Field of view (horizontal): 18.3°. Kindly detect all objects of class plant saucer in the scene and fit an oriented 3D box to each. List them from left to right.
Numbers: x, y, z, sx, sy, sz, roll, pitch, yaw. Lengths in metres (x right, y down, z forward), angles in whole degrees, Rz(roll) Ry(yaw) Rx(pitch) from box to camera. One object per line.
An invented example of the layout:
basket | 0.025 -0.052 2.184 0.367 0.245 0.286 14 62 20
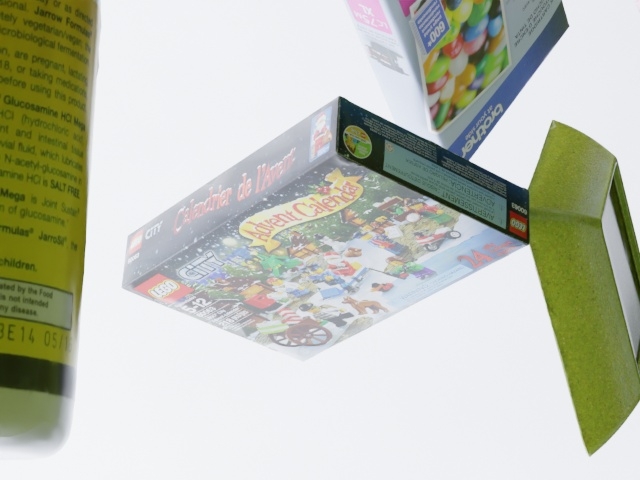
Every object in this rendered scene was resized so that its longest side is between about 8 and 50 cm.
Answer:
plant saucer | 0.195 0.026 1.387 0.188 0.045 0.188 -60 -44 -64

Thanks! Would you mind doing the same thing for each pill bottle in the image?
pill bottle | -0.209 -0.060 1.010 0.188 0.188 0.334 12 -102 -46

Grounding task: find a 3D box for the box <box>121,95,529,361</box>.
box | 0.000 0.000 1.300 0.159 0.233 0.044 23 -126 -31

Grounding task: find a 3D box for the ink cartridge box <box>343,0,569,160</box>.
ink cartridge box | 0.119 -0.186 1.642 0.186 0.065 0.311 -52 -32 -18

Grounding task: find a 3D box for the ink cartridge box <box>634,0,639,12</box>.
ink cartridge box | 0.271 -0.260 1.404 0.207 0.117 0.283 63 179 -8
